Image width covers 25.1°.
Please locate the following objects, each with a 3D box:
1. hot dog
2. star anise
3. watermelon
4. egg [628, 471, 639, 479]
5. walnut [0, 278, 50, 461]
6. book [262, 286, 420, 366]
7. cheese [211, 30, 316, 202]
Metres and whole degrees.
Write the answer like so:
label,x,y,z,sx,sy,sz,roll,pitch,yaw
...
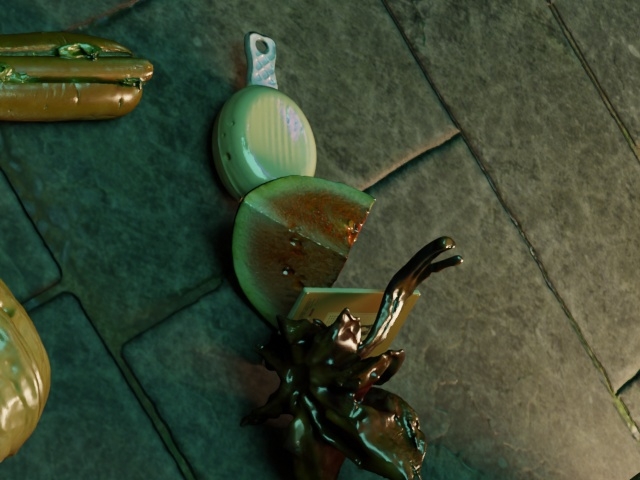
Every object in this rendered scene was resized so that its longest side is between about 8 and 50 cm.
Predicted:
label,x,y,z,sx,sy,sz,roll,pitch,yaw
hot dog,-0.297,-0.181,1.555,0.249,0.068,0.100,-6,76,-40
star anise,0.049,0.143,1.568,0.346,0.237,0.148,-62,155,2
watermelon,-0.016,-0.003,1.665,0.145,0.137,0.193,-66,144,-53
egg,0.447,0.435,1.731,0.287,0.287,0.379,30,55,-25
walnut,-0.349,0.109,1.309,0.225,0.193,0.193,54,48,-5
book,0.025,0.101,1.663,0.172,0.118,0.012,3,39,-38
cheese,-0.069,-0.149,1.727,0.137,0.064,0.227,14,64,-38
